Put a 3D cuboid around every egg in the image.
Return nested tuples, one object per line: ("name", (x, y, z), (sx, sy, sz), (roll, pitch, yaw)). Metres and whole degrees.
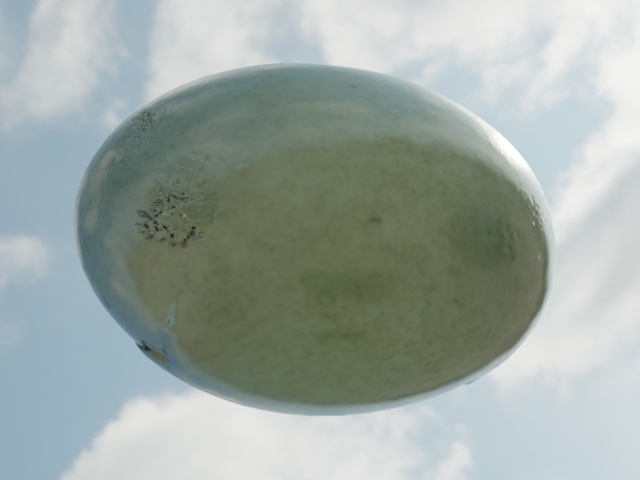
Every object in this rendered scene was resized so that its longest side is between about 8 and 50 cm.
("egg", (0.000, 0.000, 0.669), (0.236, 0.169, 0.169), (3, -57, -18))
